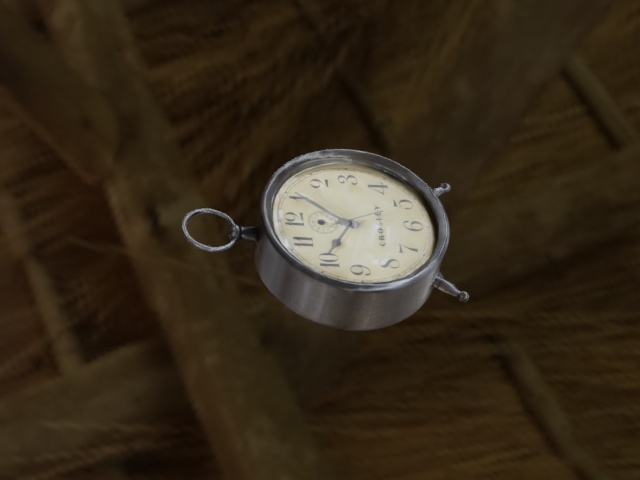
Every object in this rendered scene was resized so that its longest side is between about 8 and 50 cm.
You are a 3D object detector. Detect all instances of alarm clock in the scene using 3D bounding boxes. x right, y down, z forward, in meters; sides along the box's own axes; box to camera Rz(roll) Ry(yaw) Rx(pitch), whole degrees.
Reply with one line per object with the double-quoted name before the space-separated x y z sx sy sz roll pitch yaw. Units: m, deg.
"alarm clock" 0.000 0.000 1.271 0.064 0.192 0.129 109 -17 -46
